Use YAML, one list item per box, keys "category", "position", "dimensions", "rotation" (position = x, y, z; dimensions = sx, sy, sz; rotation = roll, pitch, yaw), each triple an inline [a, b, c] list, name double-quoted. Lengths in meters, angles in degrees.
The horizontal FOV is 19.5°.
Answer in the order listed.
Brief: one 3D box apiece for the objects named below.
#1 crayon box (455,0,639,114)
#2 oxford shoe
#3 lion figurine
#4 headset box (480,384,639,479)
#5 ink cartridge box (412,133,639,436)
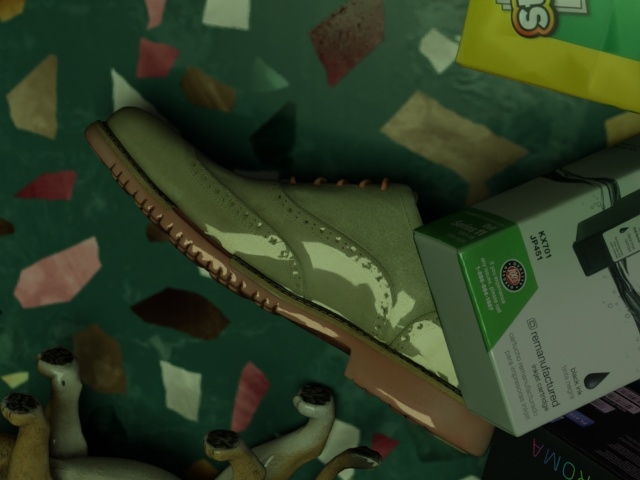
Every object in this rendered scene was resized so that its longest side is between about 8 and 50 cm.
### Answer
- category: "crayon box"
  position: [0.285, -0.258, 1.266]
  dimensions: [0.313, 0.106, 0.363]
  rotation: [17, 115, 9]
- category: "oxford shoe"
  position: [0.000, 0.000, 1.454]
  dimensions: [0.397, 0.140, 0.146]
  rotation: [36, 90, 0]
- category: "lion figurine"
  position: [-0.156, 0.224, 1.562]
  dimensions: [0.392, 0.142, 0.240]
  rotation: [12, 121, 6]
- category: "headset box"
  position: [0.231, 0.283, 1.426]
  dimensions: [0.246, 0.131, 0.283]
  rotation: [34, 122, 35]
- category: "ink cartridge box"
  position: [0.192, 0.028, 1.357]
  dimensions: [0.208, 0.087, 0.153]
  rotation: [-24, 107, -16]
